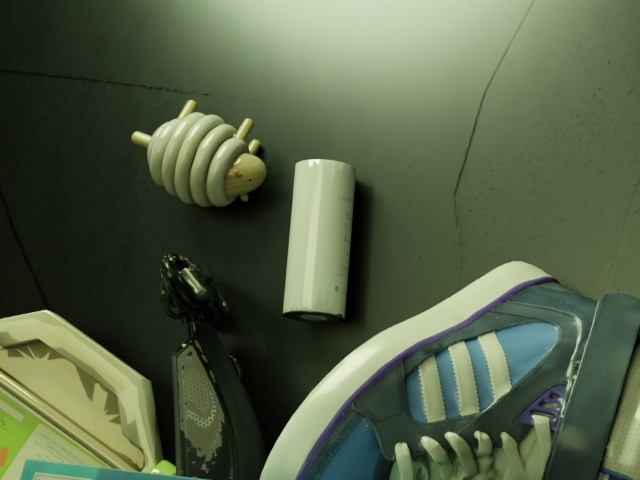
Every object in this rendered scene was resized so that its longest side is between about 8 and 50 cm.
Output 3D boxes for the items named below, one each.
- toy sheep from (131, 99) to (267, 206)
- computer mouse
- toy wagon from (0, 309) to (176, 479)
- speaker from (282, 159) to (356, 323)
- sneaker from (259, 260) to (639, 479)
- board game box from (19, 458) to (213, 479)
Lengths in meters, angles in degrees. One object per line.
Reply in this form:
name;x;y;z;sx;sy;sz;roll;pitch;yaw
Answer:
toy sheep;-0.108;-0.074;1.645;0.132;0.091;0.091;17;85;23
computer mouse;-0.083;0.148;1.548;0.072;0.188;0.272;-4;82;2
toy wagon;-0.297;0.232;1.624;0.267;0.068;0.344;34;88;11
speaker;0.000;0.000;1.590;0.055;0.055;0.136;-1;77;25
sneaker;0.141;0.161;1.376;0.323;0.130;0.236;-34;54;-28
board game box;-0.027;0.255;1.353;0.253;0.336;0.079;1;68;37
